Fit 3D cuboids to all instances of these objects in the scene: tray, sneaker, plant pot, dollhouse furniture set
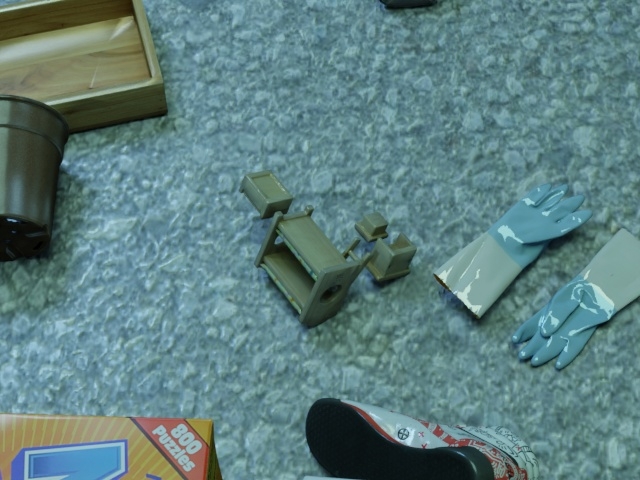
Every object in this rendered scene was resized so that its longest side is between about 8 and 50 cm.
[{"bbox_3d":[-0.434,-0.228,1.943,0.411,0.076,0.203,-13,56,-7],"label":"tray"},{"bbox_3d":[0.118,0.242,1.601,0.270,0.090,0.145,12,6,44],"label":"sneaker"},{"bbox_3d":[-0.405,-0.073,1.788,0.167,0.167,0.165,-3,62,-1],"label":"plant pot"},{"bbox_3d":[0.000,0.000,1.785,0.161,0.101,0.182,-13,51,-38],"label":"dollhouse furniture set"}]

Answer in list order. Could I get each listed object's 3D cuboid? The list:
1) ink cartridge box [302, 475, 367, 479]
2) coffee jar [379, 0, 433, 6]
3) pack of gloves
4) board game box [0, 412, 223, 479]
[{"bbox_3d":[0.058,0.338,1.462,0.219,0.092,0.160,-2,43,36],"label":"ink cartridge box"},{"bbox_3d":[0.122,-0.434,2.072,0.096,0.079,0.184,-4,56,1],"label":"coffee jar"},{"bbox_3d":[0.288,0.047,1.768,0.232,0.046,0.195,-39,74,-20],"label":"pack of gloves"},{"bbox_3d":[-0.278,0.400,1.328,0.357,0.356,0.356,1,55,2],"label":"board game box"}]
